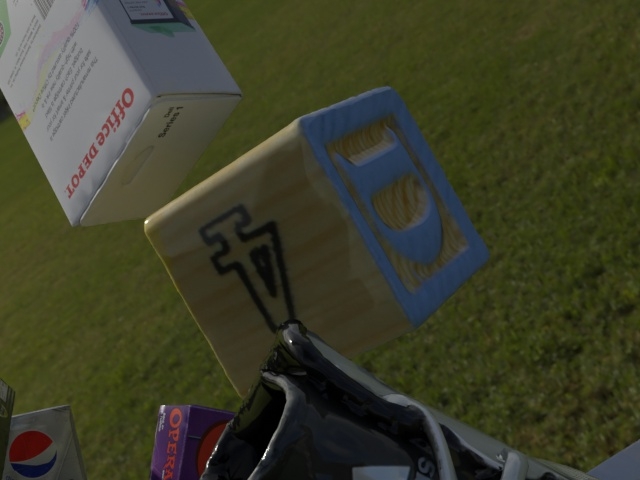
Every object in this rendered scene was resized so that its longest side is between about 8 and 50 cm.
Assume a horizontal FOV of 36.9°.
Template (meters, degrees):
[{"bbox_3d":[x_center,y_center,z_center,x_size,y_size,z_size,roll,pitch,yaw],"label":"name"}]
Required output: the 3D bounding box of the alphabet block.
[{"bbox_3d":[0.000,0.000,0.864,0.197,0.193,0.192,-29,0,34],"label":"alphabet block"}]

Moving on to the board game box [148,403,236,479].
[{"bbox_3d":[0.011,0.260,0.770,0.056,0.347,0.208,-17,63,47],"label":"board game box"}]

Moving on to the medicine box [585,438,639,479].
[{"bbox_3d":[0.317,0.345,0.755,0.149,0.289,0.263,-24,35,-25],"label":"medicine box"}]

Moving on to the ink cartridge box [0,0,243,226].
[{"bbox_3d":[-0.230,-0.183,1.003,0.117,0.278,0.201,-10,-30,-46],"label":"ink cartridge box"}]

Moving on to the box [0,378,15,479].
[{"bbox_3d":[-0.328,0.201,0.705,0.216,0.060,0.270,-44,15,-7],"label":"box"}]

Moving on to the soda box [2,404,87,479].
[{"bbox_3d":[-0.348,0.240,0.993,0.098,0.091,0.286,-8,-10,-39],"label":"soda box"}]

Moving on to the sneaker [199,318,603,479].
[{"bbox_3d":[0.096,0.154,0.333,0.447,0.257,0.169,5,69,53],"label":"sneaker"}]
